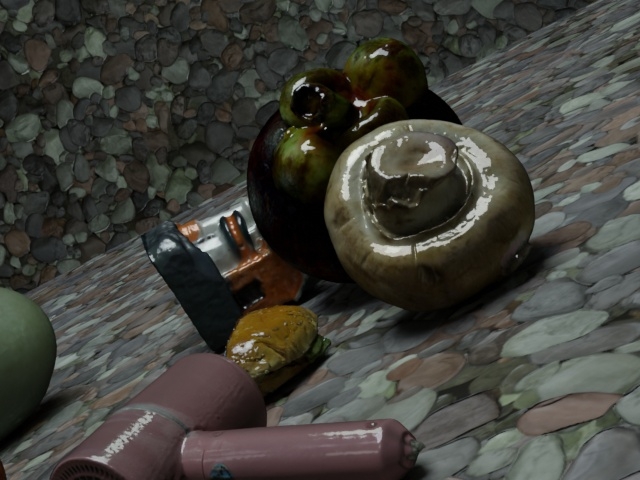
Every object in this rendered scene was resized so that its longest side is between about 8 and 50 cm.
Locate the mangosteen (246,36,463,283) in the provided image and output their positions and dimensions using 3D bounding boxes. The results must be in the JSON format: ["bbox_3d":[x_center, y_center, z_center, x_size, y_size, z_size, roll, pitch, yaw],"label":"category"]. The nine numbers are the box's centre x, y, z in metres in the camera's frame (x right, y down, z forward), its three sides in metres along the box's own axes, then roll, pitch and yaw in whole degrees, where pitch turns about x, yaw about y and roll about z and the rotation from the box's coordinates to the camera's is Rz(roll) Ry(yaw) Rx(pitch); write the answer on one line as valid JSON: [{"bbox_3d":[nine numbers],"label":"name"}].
[{"bbox_3d":[0.051,-0.100,1.502,0.330,0.330,0.330,-27,11,5],"label":"mangosteen"}]

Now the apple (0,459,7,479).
[{"bbox_3d":[-0.481,0.302,1.325,0.209,0.164,0.209,-24,11,5],"label":"apple"}]

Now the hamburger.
[{"bbox_3d":[-0.048,0.119,1.310,0.102,0.087,0.176,-26,8,20],"label":"hamburger"}]

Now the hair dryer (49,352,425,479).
[{"bbox_3d":[-0.052,0.189,0.993,0.352,0.125,0.210,-9,18,32],"label":"hair dryer"}]

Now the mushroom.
[{"bbox_3d":[0.129,-0.036,1.263,0.254,0.184,0.255,-5,46,5],"label":"mushroom"}]

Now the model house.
[{"bbox_3d":[-0.100,0.007,1.694,0.300,0.190,0.271,-28,9,-4],"label":"model house"}]

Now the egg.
[{"bbox_3d":[-0.582,0.215,1.730,0.352,0.258,0.258,-38,14,-24],"label":"egg"}]
